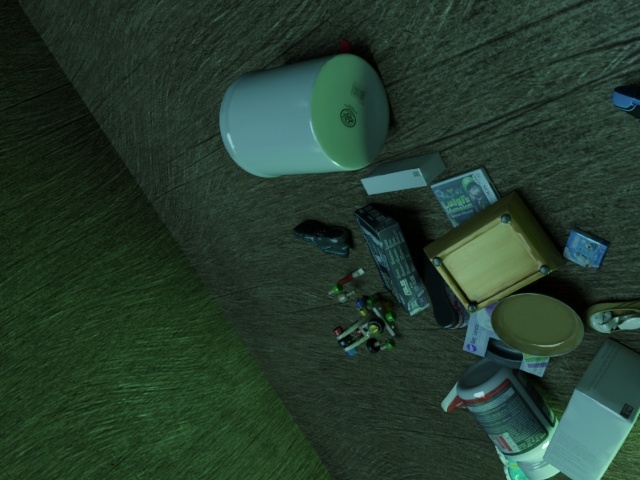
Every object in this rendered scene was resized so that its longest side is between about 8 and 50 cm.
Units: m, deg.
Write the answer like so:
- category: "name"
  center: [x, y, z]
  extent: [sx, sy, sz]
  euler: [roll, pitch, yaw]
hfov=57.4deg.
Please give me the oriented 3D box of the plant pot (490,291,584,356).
- category: "plant pot"
  center: [0.578, 0.220, 1.565]
  extent: [0.236, 0.032, 0.236]
  euler: [15, 134, 16]

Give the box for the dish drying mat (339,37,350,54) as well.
- category: "dish drying mat"
  center: [0.067, -0.520, 1.632]
  extent: [0.032, 0.008, 0.083]
  euler: [37, 146, 24]

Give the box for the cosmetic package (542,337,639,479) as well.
- category: "cosmetic package"
  center: [0.755, 0.477, 1.584]
  extent: [0.156, 0.217, 0.385]
  euler: [29, 141, 31]

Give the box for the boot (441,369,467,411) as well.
- category: "boot"
  center: [0.542, 0.589, 2.095]
  extent: [0.176, 0.088, 0.244]
  euler: [38, 143, 18]

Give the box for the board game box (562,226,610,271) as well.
- category: "board game box"
  center: [0.649, 0.023, 1.434]
  extent: [0.090, 0.020, 0.090]
  euler: [31, 144, 31]

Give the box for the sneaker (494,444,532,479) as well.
- category: "sneaker"
  center: [0.707, 0.783, 2.072]
  extent: [0.109, 0.107, 0.275]
  euler: [-11, 114, 45]

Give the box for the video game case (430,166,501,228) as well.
- category: "video game case"
  center: [0.412, -0.102, 1.607]
  extent: [0.190, 0.022, 0.173]
  euler: [-16, 109, 57]

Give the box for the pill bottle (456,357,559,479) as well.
- category: "pill bottle"
  center: [0.613, 0.555, 1.846]
  extent: [0.363, 0.210, 0.210]
  euler: [53, 149, -3]

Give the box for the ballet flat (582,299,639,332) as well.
- category: "ballet flat"
  center: [0.735, 0.192, 1.448]
  extent: [0.080, 0.073, 0.232]
  euler: [53, 149, -2]

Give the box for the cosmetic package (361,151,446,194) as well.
- category: "cosmetic package"
  center: [0.234, -0.189, 1.675]
  extent: [0.239, 0.099, 0.061]
  euler: [-4, 122, 54]

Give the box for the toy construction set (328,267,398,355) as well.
- category: "toy construction set"
  center: [0.183, 0.247, 2.131]
  extent: [0.237, 0.257, 0.309]
  euler: [-35, 70, 41]

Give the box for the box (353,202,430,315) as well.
- category: "box"
  center: [0.225, 0.055, 1.859]
  extent: [0.308, 0.076, 0.242]
  euler: [66, 175, -23]

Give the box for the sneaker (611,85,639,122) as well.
- category: "sneaker"
  center: [0.661, -0.221, 1.110]
  extent: [0.232, 0.081, 0.091]
  euler: [30, 136, 29]

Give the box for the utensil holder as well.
- category: "utensil holder"
  center: [-0.046, -0.343, 1.661]
  extent: [0.385, 0.327, 0.328]
  euler: [7, 128, 47]

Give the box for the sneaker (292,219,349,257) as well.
- category: "sneaker"
  center: [0.000, 0.000, 2.165]
  extent: [0.267, 0.101, 0.106]
  euler: [17, 137, 43]

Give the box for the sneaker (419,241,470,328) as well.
- category: "sneaker"
  center: [0.391, 0.142, 1.816]
  extent: [0.090, 0.145, 0.270]
  euler: [-22, 70, 33]

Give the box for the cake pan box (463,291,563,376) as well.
- category: "cake pan box"
  center: [0.553, 0.260, 1.694]
  extent: [0.245, 0.070, 0.267]
  euler: [19, 136, 20]

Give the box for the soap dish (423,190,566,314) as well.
- category: "soap dish"
  center: [0.443, 0.046, 1.520]
  extent: [0.290, 0.118, 0.229]
  euler: [-35, 91, 28]
